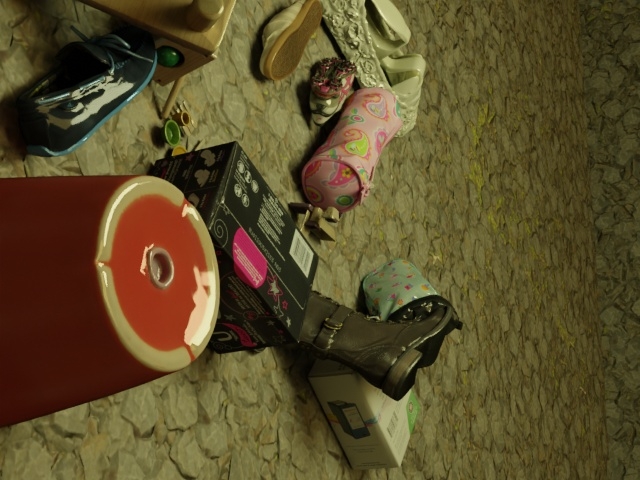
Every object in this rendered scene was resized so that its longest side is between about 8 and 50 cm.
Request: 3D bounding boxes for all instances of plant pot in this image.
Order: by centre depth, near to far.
[{"bbox_3d":[-0.255,0.048,1.074,0.275,0.243,0.274,31,54,-55],"label":"plant pot"}]

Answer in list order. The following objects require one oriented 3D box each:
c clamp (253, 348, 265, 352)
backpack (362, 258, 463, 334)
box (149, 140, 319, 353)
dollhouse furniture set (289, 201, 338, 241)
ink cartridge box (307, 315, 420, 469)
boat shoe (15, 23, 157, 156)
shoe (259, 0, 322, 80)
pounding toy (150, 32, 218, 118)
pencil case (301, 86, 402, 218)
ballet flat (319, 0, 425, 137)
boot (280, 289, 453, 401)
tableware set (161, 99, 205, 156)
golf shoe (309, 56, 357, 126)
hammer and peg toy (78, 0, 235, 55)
[{"bbox_3d":[-0.093,0.086,1.600,0.160,0.022,0.137,-64,141,-50],"label":"c clamp"},{"bbox_3d":[0.152,0.115,1.889,0.182,0.152,0.115,-124,-167,-62],"label":"backpack"},{"bbox_3d":[-0.128,0.014,1.427,0.247,0.142,0.163,56,35,-40],"label":"box"},{"bbox_3d":[0.000,0.000,1.747,0.114,0.091,0.081,42,61,-53],"label":"dollhouse furniture set"},{"bbox_3d":[0.077,0.257,1.779,0.212,0.093,0.154,66,30,-27],"label":"ink cartridge box"},{"bbox_3d":[-0.271,-0.201,1.264,0.258,0.109,0.089,-69,150,-48],"label":"boat shoe"},{"bbox_3d":[-0.061,-0.338,1.767,0.219,0.058,0.076,-61,153,-45],"label":"shoe"},{"bbox_3d":[-0.193,-0.265,1.431,0.100,0.130,0.141,35,50,-37],"label":"pounding toy"},{"bbox_3d":[0.060,-0.159,1.849,0.124,0.124,0.284,65,29,-26],"label":"pencil case"},{"bbox_3d":[0.122,-0.352,2.020,0.409,0.147,0.147,54,38,-41],"label":"ballet flat"},{"bbox_3d":[0.074,0.134,1.685,0.263,0.229,0.091,-38,148,-53],"label":"boot"},{"bbox_3d":[-0.176,-0.117,1.496,0.154,0.024,0.104,68,30,-30],"label":"tableware set"},{"bbox_3d":[0.015,-0.270,1.883,0.186,0.068,0.086,-60,165,-57],"label":"golf shoe"},{"bbox_3d":[-0.196,-0.435,1.292,0.266,0.127,0.361,20,76,-16],"label":"hammer and peg toy"}]
